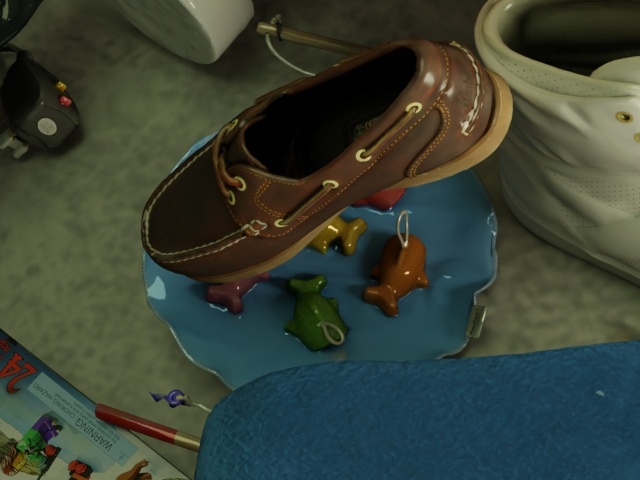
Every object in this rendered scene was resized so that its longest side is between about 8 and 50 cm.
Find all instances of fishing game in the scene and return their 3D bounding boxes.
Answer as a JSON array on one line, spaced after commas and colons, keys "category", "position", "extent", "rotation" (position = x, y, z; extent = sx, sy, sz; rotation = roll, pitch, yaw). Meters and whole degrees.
[{"category": "fishing game", "position": [0.000, 0.000, 0.985], "extent": [0.189, 0.041, 0.264], "rotation": [19, 62, 13]}]

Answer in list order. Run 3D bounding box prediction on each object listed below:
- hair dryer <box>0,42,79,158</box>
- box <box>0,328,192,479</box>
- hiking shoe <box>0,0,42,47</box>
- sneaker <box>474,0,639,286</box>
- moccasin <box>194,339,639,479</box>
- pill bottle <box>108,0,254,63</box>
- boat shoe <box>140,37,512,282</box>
[{"category": "hair dryer", "position": [-0.277, -0.141, 1.155], "extent": [0.223, 0.080, 0.293], "rotation": [-22, 56, 5]}, {"category": "box", "position": [-0.137, 0.164, 0.951], "extent": [0.233, 0.044, 0.159], "rotation": [33, 75, 31]}, {"category": "hiking shoe", "position": [-0.254, -0.100, 1.043], "extent": [0.113, 0.132, 0.304], "rotation": [44, 66, -9]}, {"category": "sneaker", "position": [0.197, -0.028, 0.881], "extent": [0.292, 0.169, 0.108], "rotation": [23, 68, 27]}, {"category": "moccasin", "position": [0.119, 0.113, 0.852], "extent": [0.342, 0.117, 0.138], "rotation": [6, 52, 8]}, {"category": "pill bottle", "position": [-0.031, -0.215, 1.092], "extent": [0.121, 0.121, 0.221], "rotation": [30, 73, 30]}, {"category": "boat shoe", "position": [-0.013, -0.041, 0.898], "extent": [0.207, 0.073, 0.073], "rotation": [-28, 63, 31]}]
